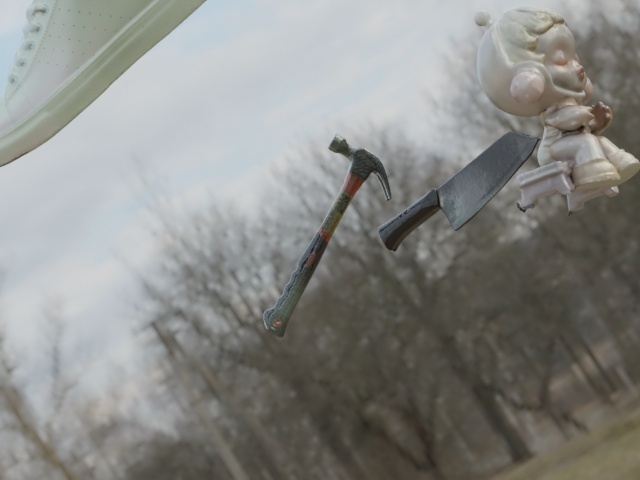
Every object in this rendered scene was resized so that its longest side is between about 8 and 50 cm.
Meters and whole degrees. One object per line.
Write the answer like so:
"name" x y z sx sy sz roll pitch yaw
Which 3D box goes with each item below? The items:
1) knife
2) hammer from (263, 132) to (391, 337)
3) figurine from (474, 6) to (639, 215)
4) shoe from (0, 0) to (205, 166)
"knife" 0.156 -0.050 1.793 0.230 0.060 0.028 -39 -25 30
"hammer" 0.000 0.000 2.202 0.287 0.111 0.033 -60 3 -11
"figurine" 0.262 -0.163 1.879 0.182 0.256 0.144 -10 -15 -34
"shoe" -0.293 -0.238 1.855 0.363 0.160 0.132 -40 12 4
